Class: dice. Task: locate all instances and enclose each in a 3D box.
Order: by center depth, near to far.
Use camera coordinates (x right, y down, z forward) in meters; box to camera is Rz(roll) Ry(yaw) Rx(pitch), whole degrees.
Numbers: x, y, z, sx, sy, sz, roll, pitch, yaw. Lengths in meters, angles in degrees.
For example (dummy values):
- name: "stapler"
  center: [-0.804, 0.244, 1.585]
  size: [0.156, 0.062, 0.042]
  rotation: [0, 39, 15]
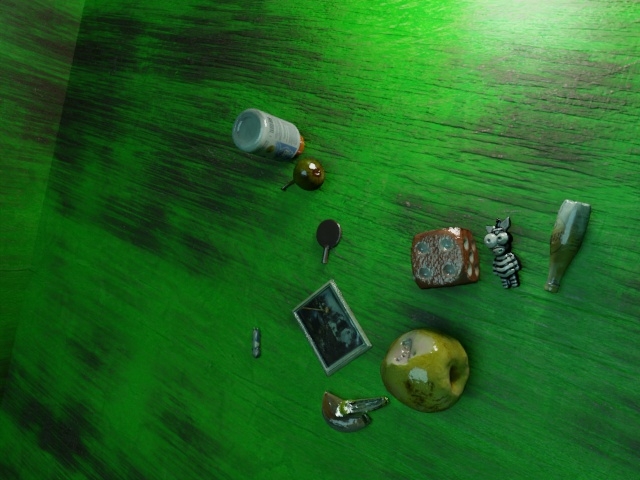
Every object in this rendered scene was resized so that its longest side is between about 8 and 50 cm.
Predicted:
- name: "dice"
  center: [0.386, 0.058, 1.591]
  size: [0.174, 0.175, 0.179]
  rotation: [-12, 83, 32]

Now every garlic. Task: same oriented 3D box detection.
- name: "garlic"
  center: [0.075, 0.627, 1.816]
  size: [0.196, 0.087, 0.101]
  rotation: [24, 86, 32]

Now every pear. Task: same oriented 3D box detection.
- name: "pear"
  center: [0.317, 0.397, 1.576]
  size: [0.271, 0.271, 0.270]
  rotation: [-2, 87, 32]

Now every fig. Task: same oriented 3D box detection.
- name: "fig"
  center: [-0.075, -0.233, 1.952]
  size: [0.236, 0.124, 0.124]
  rotation: [-21, 75, 55]

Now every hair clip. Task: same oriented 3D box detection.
- name: "hair clip"
  center: [0.144, 0.574, 1.772]
  size: [0.189, 0.033, 0.060]
  rotation: [-12, 46, 6]

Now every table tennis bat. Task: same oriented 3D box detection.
- name: "table tennis bat"
  center: [0.000, 0.000, 1.869]
  size: [0.108, 0.119, 0.169]
  rotation: [9, 91, 33]

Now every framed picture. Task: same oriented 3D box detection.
- name: "framed picture"
  center: [0.032, 0.325, 1.892]
  size: [0.232, 0.019, 0.296]
  rotation: [-41, 68, 24]

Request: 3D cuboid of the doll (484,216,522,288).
- name: "doll"
  center: [0.554, 0.038, 1.551]
  size: [0.091, 0.067, 0.219]
  rotation: [-22, 73, 49]

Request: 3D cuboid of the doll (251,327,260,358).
- name: "doll"
  center: [-0.263, 0.415, 2.067]
  size: [0.037, 0.027, 0.125]
  rotation: [-6, 85, 39]

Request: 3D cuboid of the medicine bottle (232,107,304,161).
- name: "medicine bottle"
  center: [-0.179, -0.381, 1.897]
  size: [0.157, 0.289, 0.156]
  rotation: [-2, 86, 33]

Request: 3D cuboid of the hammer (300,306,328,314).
- name: "hammer"
  center: [-0.023, 0.258, 1.909]
  size: [0.123, 0.014, 0.029]
  rotation: [1, 80, 32]

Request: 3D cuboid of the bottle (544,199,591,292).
- name: "bottle"
  center: [0.694, 0.020, 1.456]
  size: [0.083, 0.083, 0.269]
  rotation: [20, 102, 31]
